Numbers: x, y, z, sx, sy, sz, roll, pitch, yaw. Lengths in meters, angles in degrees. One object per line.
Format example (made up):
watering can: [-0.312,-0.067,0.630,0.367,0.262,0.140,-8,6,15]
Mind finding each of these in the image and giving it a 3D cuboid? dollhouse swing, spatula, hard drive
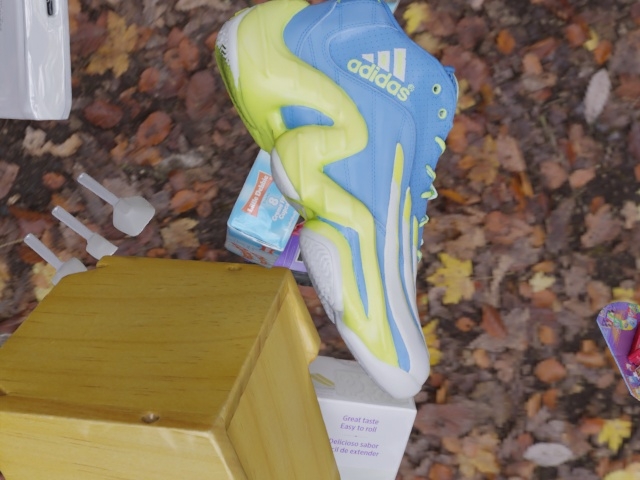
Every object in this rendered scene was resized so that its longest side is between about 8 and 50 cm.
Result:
dollhouse swing: [-0.144,0.226,1.166,0.315,0.347,0.305,4,114,8]
spatula: [-0.332,-0.016,1.571,0.168,0.242,0.019,-51,125,-6]
hard drive: [-0.354,-0.248,1.188,0.047,0.353,0.233,-7,100,-34]

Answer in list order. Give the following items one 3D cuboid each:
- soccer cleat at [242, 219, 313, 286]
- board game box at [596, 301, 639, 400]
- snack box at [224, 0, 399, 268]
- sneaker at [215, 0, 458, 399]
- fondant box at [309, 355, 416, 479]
soccer cleat: [0.000,0.000,1.650,0.318,0.109,0.116,-4,105,-53]
board game box: [0.448,0.146,1.490,0.133,0.033,0.168,2,55,-32]
snack box: [0.000,-0.135,1.054,0.060,0.187,0.322,25,82,-2]
sneaker: [0.038,-0.035,0.632,0.126,0.091,0.240,-24,96,-3]
fondant box: [-0.033,0.308,1.474,0.238,0.096,0.330,9,118,-10]
